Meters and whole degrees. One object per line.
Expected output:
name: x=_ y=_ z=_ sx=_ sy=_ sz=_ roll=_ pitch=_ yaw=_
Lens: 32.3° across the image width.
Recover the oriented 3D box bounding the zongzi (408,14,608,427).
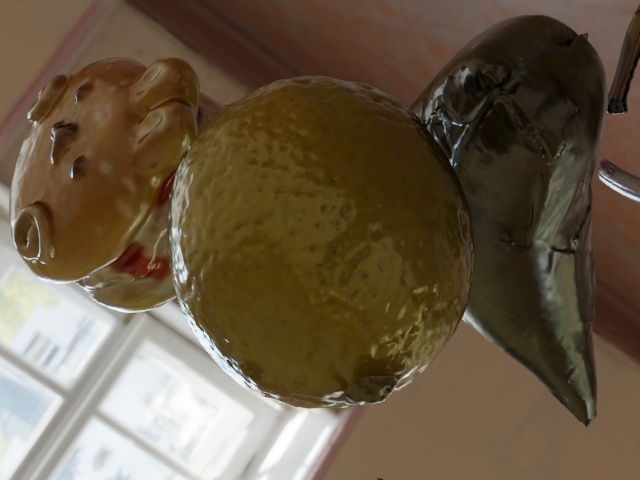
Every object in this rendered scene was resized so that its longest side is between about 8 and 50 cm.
zongzi: x=0.226 y=-0.009 z=1.094 sx=0.393 sy=0.174 sz=0.356 roll=52 pitch=154 yaw=6

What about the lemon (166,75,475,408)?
lemon: x=-0.001 y=0.001 z=0.894 sx=0.267 sy=0.267 sz=0.267 roll=30 pitch=164 yaw=10

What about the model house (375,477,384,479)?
model house: x=0.113 y=0.420 z=1.452 sx=0.188 sy=0.229 sz=0.122 roll=32 pitch=162 yaw=-27

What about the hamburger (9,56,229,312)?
hamburger: x=-0.207 y=-0.071 z=1.180 sx=0.302 sy=0.261 sz=0.186 roll=-10 pitch=153 yaw=39

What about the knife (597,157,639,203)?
knife: x=0.476 y=-0.075 z=1.556 sx=0.123 sy=0.053 sz=0.278 roll=50 pitch=168 yaw=-29

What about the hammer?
hammer: x=0.337 y=-0.232 z=1.173 sx=0.078 sy=0.201 sz=0.021 roll=17 pitch=-172 yaw=-1
